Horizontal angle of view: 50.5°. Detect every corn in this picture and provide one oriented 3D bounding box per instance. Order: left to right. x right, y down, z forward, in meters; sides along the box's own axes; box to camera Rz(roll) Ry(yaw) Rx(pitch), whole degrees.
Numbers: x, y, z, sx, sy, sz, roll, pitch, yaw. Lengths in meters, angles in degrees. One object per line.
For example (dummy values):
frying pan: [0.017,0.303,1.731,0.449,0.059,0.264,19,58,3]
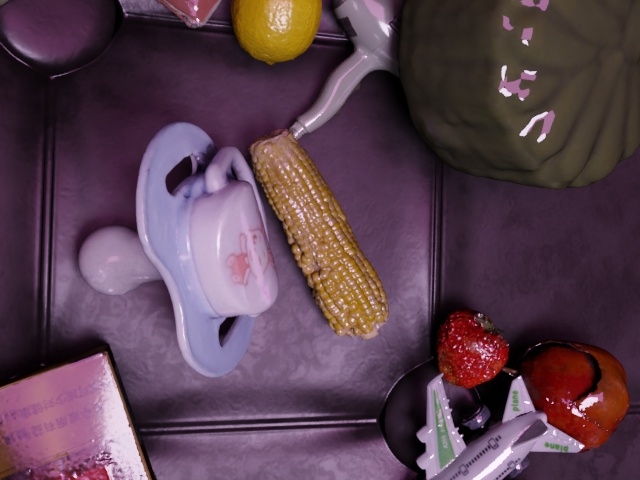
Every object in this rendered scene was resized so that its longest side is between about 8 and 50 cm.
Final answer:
corn: [0.000,0.000,0.830,0.086,0.086,0.288,-31,103,-13]

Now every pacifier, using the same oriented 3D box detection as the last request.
pacifier: [-0.165,0.008,0.766,0.225,0.238,0.287,-4,120,14]

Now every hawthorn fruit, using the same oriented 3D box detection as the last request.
hawthorn fruit: [0.317,0.197,0.901,0.172,0.148,0.148,25,83,3]

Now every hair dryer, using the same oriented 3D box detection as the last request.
hair dryer: [0.078,-0.181,0.883,0.229,0.092,0.267,21,98,-20]

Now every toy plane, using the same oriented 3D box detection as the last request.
toy plane: [0.193,0.291,0.857,0.255,0.101,0.251,-42,87,11]

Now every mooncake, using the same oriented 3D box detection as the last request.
mooncake: [0.276,-0.237,0.813,0.356,0.194,0.357,-12,112,-33]

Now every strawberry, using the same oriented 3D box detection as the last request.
strawberry: [0.191,0.142,0.890,0.106,0.106,0.106,0,89,-15]

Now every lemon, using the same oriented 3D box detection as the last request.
lemon: [-0.052,-0.277,0.817,0.109,0.109,0.133,8,112,-15]

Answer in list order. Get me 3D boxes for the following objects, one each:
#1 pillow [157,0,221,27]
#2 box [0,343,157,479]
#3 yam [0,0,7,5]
pillow: [-0.158,-0.368,0.806,0.171,0.075,0.179,38,78,-7]
box: [-0.280,0.258,0.773,0.159,0.071,0.240,-18,93,-16]
yam: [-0.434,-0.369,0.689,0.161,0.161,0.268,-43,100,-11]
